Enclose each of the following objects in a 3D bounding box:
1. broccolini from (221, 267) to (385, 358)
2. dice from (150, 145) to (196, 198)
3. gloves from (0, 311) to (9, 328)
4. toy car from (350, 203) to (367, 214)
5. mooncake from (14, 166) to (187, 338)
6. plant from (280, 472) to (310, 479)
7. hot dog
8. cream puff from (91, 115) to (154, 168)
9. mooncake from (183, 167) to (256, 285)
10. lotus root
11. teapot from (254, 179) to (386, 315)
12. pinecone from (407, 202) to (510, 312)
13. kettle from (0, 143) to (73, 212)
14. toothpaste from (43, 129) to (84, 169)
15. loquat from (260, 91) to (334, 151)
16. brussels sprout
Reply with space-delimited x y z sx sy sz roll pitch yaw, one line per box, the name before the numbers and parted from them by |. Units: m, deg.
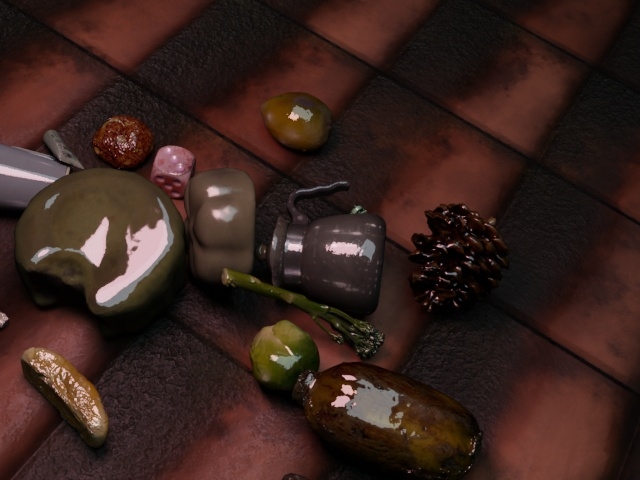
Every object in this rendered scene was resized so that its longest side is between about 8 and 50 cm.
broccolini | -0.038 0.160 1.820 0.392 0.079 0.074 22 41 -21
dice | -0.347 -0.162 2.031 0.091 0.094 0.093 14 54 -5
gloves | -0.668 0.158 1.759 0.081 0.037 0.044 43 39 -9
toy car | 0.064 -0.024 2.061 0.143 0.054 0.073 -31 66 -22
mooncake | -0.452 0.020 1.806 0.352 0.187 0.351 1 65 -2
plant | -0.014 0.532 1.600 0.203 0.142 0.131 26 43 16
hot dog | -0.486 0.295 1.677 0.242 0.084 0.073 41 57 17
cream puff | -0.472 -0.242 2.064 0.149 0.084 0.149 7 52 -9
mooncake | -0.222 -0.027 1.866 0.135 0.275 0.274 0 55 -18
lotus root | 0.134 0.360 1.724 0.398 0.179 0.195 22 51 1
teapot | -0.001 0.003 1.901 0.285 0.223 0.305 5 87 3
pinecone | 0.310 0.037 1.963 0.243 0.243 0.257 35 49 12
kettle | -0.684 -0.145 1.923 0.243 0.159 0.210 11 25 -16
toothpaste | -0.601 -0.211 1.986 0.064 0.041 0.218 25 10 -38
loquat | -0.059 -0.304 2.179 0.195 0.152 0.152 16 53 7
brussels sprout | -0.077 0.249 1.792 0.155 0.117 0.155 -8 38 6
